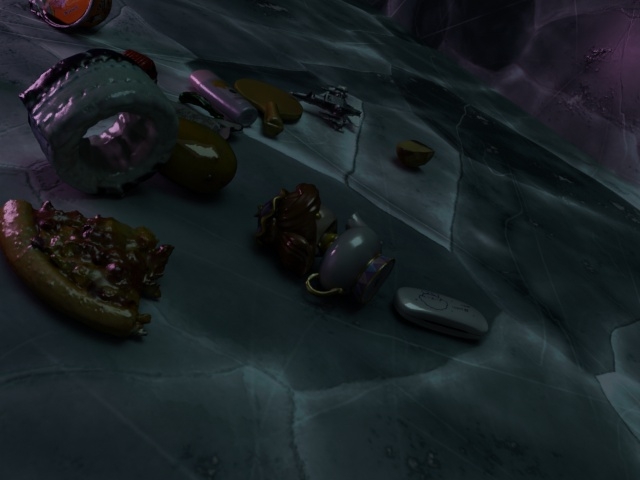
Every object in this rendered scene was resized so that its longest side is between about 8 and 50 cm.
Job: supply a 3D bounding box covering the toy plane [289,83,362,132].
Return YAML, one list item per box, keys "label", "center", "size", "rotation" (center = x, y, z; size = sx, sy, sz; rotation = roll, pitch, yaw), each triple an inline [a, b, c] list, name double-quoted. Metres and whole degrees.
- label: "toy plane"
  center: [0.029, -0.388, 1.864]
  size: [0.234, 0.082, 0.160]
  rotation: [20, 62, -29]

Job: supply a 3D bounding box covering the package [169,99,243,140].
- label: "package"
  center: [-0.296, -0.268, 1.479]
  size: [0.231, 0.040, 0.166]
  rotation: [17, 27, -2]

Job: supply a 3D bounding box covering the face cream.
- label: "face cream"
  center: [-0.240, -0.357, 1.639]
  size: [0.198, 0.057, 0.084]
  rotation: [43, 32, 25]

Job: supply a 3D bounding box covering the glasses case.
- label: "glasses case"
  center: [0.228, 0.137, 1.243]
  size: [0.197, 0.049, 0.076]
  rotation: [18, 31, -16]

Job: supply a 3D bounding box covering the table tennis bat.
- label: "table tennis bat"
  center: [-0.132, -0.357, 1.736]
  size: [0.198, 0.050, 0.321]
  rotation: [19, 27, -18]

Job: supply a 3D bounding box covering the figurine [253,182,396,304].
- label: "figurine"
  center: [0.000, 0.000, 1.190]
  size: [0.263, 0.142, 0.189]
  rotation: [36, 54, 16]

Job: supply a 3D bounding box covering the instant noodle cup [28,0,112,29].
- label: "instant noodle cup"
  center: [-0.605, -0.608, 1.650]
  size: [0.208, 0.178, 0.125]
  rotation: [2, 7, 17]

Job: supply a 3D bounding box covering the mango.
- label: "mango"
  center: [-0.274, -0.183, 1.278]
  size: [0.251, 0.114, 0.156]
  rotation: [35, 37, 11]

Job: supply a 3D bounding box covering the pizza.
- label: "pizza"
  center: [-0.319, 0.018, 0.957]
  size: [0.289, 0.081, 0.228]
  rotation: [38, 31, 21]

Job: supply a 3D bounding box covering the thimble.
- label: "thimble"
  center: [-0.370, -0.196, 1.109]
  size: [0.237, 0.237, 0.150]
  rotation: [-9, 48, -47]

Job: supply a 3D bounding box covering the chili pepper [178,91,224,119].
- label: "chili pepper"
  center: [-0.280, -0.324, 1.564]
  size: [0.117, 0.035, 0.055]
  rotation: [25, -2, -5]

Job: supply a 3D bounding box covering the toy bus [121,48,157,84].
- label: "toy bus"
  center: [-0.425, -0.375, 1.483]
  size: [0.081, 0.089, 0.195]
  rotation: [25, 29, -5]

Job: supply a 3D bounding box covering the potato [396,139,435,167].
- label: "potato"
  center: [0.249, -0.236, 1.840]
  size: [0.103, 0.067, 0.096]
  rotation: [-11, 32, -41]
